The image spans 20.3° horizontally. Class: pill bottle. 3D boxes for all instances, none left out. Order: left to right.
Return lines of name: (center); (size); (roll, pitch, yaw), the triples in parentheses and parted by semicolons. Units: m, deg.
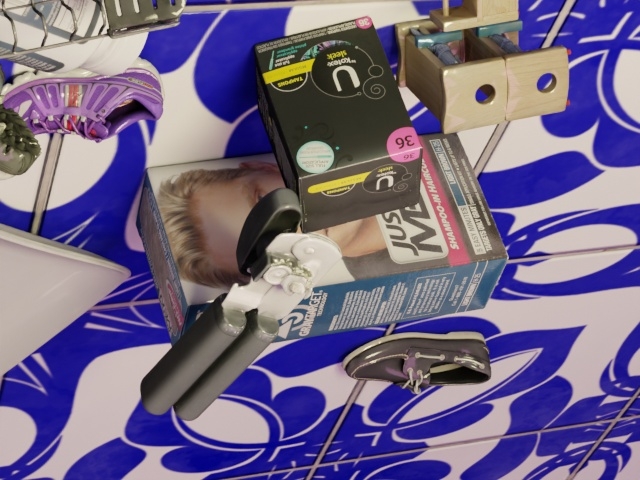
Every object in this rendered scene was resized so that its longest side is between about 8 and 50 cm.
pill bottle: (-0.233, -0.196, 1.461); (0.108, 0.108, 0.180); (-38, 145, 29)

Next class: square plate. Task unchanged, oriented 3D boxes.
square plate: (-0.431, 0.069, 1.838); (0.347, 0.049, 0.344); (-36, 147, 26)

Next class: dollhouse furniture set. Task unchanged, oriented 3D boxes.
dollhouse furniture set: (0.151, -0.217, 1.670); (0.129, 0.129, 0.183); (-11, 119, -15)

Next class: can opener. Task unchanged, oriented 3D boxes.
can opener: (-0.078, 0.069, 1.691); (0.074, 0.093, 0.280); (16, 130, -32)

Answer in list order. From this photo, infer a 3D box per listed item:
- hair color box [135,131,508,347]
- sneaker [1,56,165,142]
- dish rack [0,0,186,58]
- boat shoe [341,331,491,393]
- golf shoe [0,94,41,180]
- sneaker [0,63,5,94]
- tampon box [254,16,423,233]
hair color box: (0.000, 0.000, 1.849); (0.347, 0.174, 0.105); (-9, 147, -18)
sneaker: (-0.225, -0.119, 1.628); (0.170, 0.071, 0.068); (-15, 150, -6)
dish rack: (-0.231, -0.230, 1.328); (0.271, 0.208, 0.074); (-13, -172, -12)
boat shoe: (0.129, 0.162, 2.295); (0.206, 0.065, 0.075); (-4, 147, -24)
golf shoe: (-0.346, -0.093, 1.418); (0.120, 0.273, 0.105); (-68, 161, 9)
sneaker: (-0.392, -0.090, 1.523); (0.262, 0.125, 0.104); (-15, 150, -8)
tampon box: (0.015, -0.109, 1.692); (0.120, 0.161, 0.101); (-15, 150, -8)
